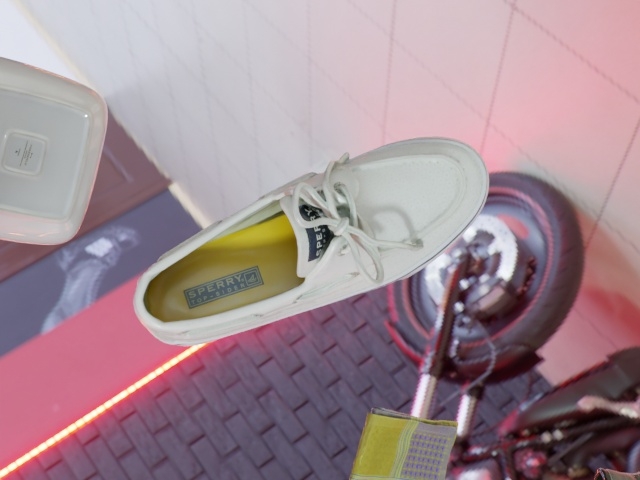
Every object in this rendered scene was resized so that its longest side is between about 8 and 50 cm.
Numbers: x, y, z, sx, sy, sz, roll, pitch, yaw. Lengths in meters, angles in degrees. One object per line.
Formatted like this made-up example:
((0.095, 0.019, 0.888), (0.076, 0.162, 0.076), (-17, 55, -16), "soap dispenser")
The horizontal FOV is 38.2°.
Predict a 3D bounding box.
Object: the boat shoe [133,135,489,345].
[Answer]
((-0.005, -0.008, 0.853), (0.156, 0.367, 0.136), (108, 142, -83), "boat shoe")

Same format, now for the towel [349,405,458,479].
((0.032, 0.114, 0.396), (0.009, 0.083, 0.060), (6, 167, 47), "towel")

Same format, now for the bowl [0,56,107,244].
((-0.237, -0.068, 0.721), (0.053, 0.142, 0.142), (18, 93, 58), "bowl")

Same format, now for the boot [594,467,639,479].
((0.349, 0.267, 0.766), (0.246, 0.161, 0.083), (-134, 40, -58), "boot")
